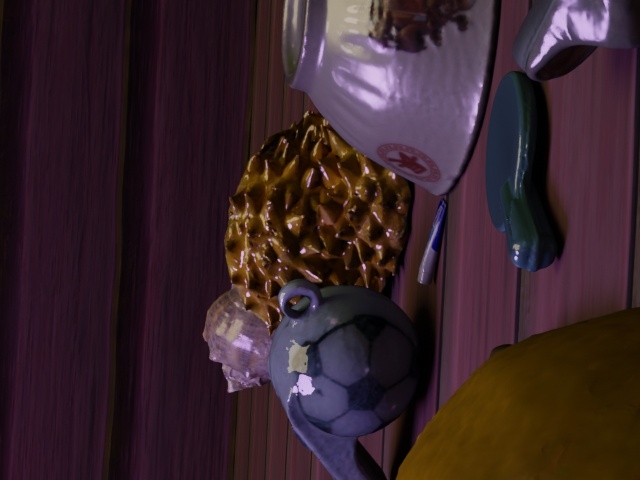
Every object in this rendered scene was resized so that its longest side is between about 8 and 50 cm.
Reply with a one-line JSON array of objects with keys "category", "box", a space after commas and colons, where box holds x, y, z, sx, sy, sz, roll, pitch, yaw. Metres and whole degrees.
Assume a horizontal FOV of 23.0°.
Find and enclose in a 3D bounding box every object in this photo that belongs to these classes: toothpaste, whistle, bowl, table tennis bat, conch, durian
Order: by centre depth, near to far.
[{"category": "table tennis bat", "box": [0.148, -0.047, 1.198, 0.201, 0.033, 0.124, -95, 10, -53]}, {"category": "bowl", "box": [0.051, -0.213, 1.476, 0.337, 0.157, 0.337, -178, 90, -80]}, {"category": "toothpaste", "box": [0.108, 0.001, 1.497, 0.024, 0.015, 0.083, -110, 30, -71]}, {"category": "whistle", "box": [0.041, 0.143, 1.555, 0.289, 0.163, 0.163, 55, -167, -30]}, {"category": "durian", "box": [-0.008, -0.011, 1.693, 0.185, 0.196, 0.305, -137, 53, -70]}, {"category": "conch", "box": [-0.020, 0.065, 1.869, 0.291, 0.159, 0.210, -48, 10, 18]}]

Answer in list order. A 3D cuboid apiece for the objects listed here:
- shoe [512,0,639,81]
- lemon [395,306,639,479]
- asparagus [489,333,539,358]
[{"category": "shoe", "box": [0.181, -0.152, 0.952, 0.078, 0.079, 0.195, 53, 147, 16]}, {"category": "lemon", "box": [0.132, 0.139, 0.605, 0.263, 0.236, 0.236, -127, 40, -66]}, {"category": "asparagus", "box": [0.148, 0.100, 1.011, 0.287, 0.080, 0.080, -166, 79, -82]}]
